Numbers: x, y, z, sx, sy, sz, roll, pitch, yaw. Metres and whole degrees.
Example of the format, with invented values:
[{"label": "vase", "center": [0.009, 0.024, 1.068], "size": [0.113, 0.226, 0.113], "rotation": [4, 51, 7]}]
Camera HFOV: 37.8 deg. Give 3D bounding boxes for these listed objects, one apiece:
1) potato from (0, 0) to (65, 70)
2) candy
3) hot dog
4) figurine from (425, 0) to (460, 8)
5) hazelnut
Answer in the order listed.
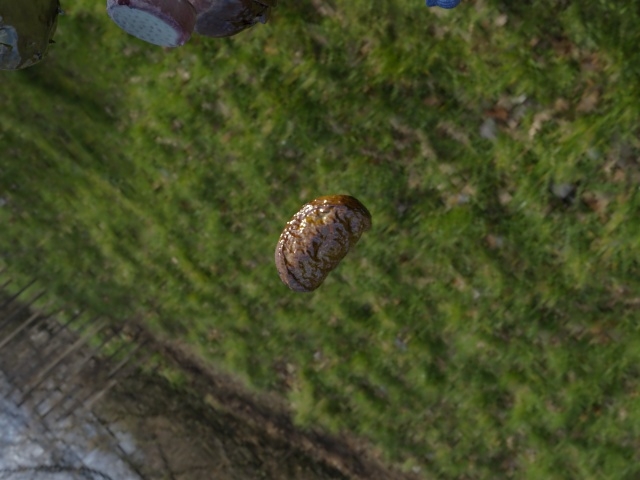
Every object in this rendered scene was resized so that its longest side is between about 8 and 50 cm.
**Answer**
[{"label": "potato", "center": [-0.358, -0.313, 0.936], "size": [0.141, 0.191, 0.296], "rotation": [-11, 102, 45]}, {"label": "candy", "center": [-0.191, -0.258, 1.057], "size": [0.103, 0.043, 0.103], "rotation": [19, 168, 4]}, {"label": "hot dog", "center": [0.002, 0.002, 1.227], "size": [0.099, 0.147, 0.065], "rotation": [30, -167, -48]}, {"label": "figurine", "center": [0.260, -0.565, 2.073], "size": [0.087, 0.086, 0.149], "rotation": [21, -152, -30]}, {"label": "hazelnut", "center": [-0.166, -0.410, 1.523], "size": [0.201, 0.170, 0.161], "rotation": [-145, 45, -61]}]
